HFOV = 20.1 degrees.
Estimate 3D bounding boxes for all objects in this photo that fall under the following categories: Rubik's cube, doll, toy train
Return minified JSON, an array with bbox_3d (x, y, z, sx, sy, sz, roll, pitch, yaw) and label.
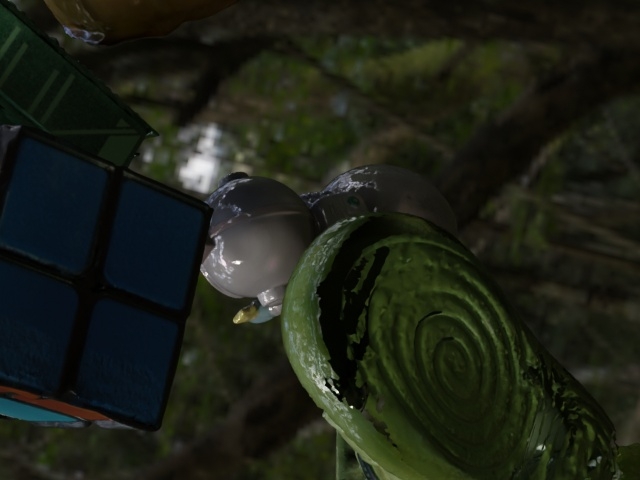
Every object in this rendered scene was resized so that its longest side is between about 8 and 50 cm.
[{"bbox_3d":[-0.207,0.031,1.238,0.180,0.183,0.167,-6,67,50],"label":"Rubik's cube"},{"bbox_3d":[0.000,0.000,1.561,0.287,0.151,0.151,2,-74,-50],"label":"doll"},{"bbox_3d":[-0.263,-0.094,1.378,0.115,0.269,0.154,-5,52,48],"label":"toy train"}]

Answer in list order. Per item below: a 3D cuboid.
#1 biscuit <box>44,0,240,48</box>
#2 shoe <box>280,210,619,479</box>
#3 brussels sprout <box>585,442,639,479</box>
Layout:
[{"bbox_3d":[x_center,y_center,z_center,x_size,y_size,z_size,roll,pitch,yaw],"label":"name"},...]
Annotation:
[{"bbox_3d":[-0.108,-0.281,1.481,0.102,0.296,0.296,59,-156,-33],"label":"biscuit"},{"bbox_3d":[0.062,0.102,1.003,0.128,0.262,0.140,-26,40,37],"label":"shoe"},{"bbox_3d":[0.294,0.256,1.657,0.155,0.155,0.118,-86,19,-63],"label":"brussels sprout"}]
